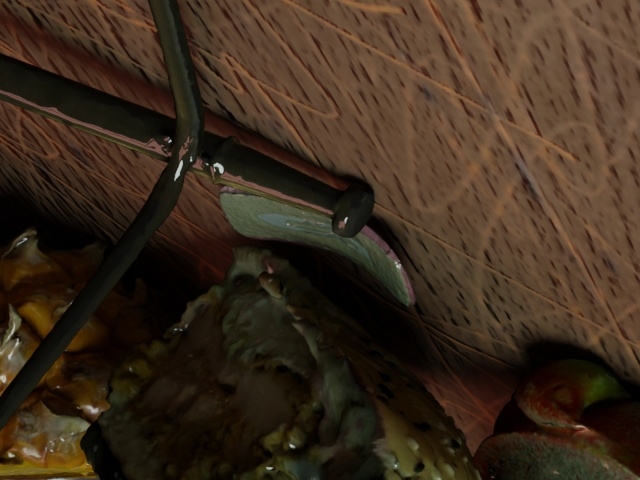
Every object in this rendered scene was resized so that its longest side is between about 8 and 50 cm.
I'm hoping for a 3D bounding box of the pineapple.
[{"bbox_3d":[-0.163,0.065,1.243,0.286,0.209,0.344,-6,172,13],"label":"pineapple"}]

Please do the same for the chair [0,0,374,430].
[{"bbox_3d":[-0.253,-0.050,0.830,0.410,0.364,0.362,27,157,19],"label":"chair"}]

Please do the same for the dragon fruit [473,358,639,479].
[{"bbox_3d":[0.196,0.202,1.032,0.295,0.130,0.268,48,148,-4],"label":"dragon fruit"}]

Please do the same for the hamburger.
[{"bbox_3d":[-0.010,0.135,1.042,0.192,0.167,0.288,39,-174,-33],"label":"hamburger"}]

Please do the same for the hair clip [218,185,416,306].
[{"bbox_3d":[0.000,-0.001,1.032,0.137,0.022,0.054,21,155,33],"label":"hair clip"}]

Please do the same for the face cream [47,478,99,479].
[{"bbox_3d":[-0.231,0.231,1.708,0.385,0.086,0.135,27,164,-14],"label":"face cream"}]
